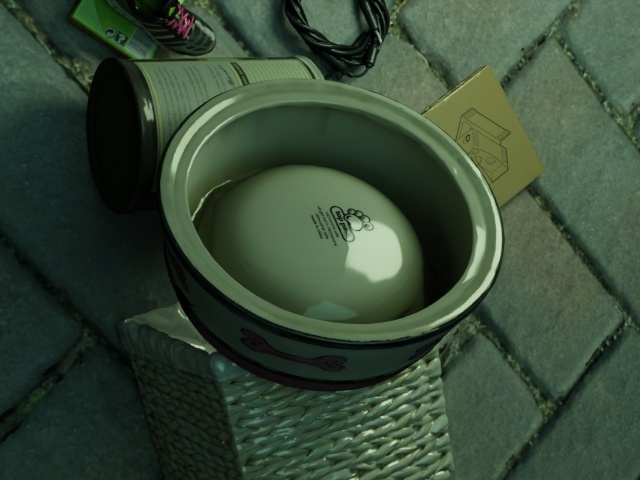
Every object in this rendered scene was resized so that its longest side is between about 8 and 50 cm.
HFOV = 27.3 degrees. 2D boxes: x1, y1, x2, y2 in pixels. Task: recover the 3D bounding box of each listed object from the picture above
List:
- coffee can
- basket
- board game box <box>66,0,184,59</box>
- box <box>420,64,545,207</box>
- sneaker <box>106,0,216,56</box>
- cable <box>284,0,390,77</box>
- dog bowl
[{"bbox_3d":[-0.147,-0.145,1.750,0.275,0.201,0.201,-5,93,-29],"label":"coffee can"},{"bbox_3d":[-0.046,0.203,1.745,0.328,0.331,0.266,-16,103,-28],"label":"basket"},{"bbox_3d":[-0.230,-0.376,1.799,0.124,0.039,0.259,34,77,-26],"label":"board game box"},{"bbox_3d":[0.252,-0.149,2.072,0.164,0.021,0.201,-38,108,-23],"label":"box"},{"bbox_3d":[-0.205,-0.300,1.754,0.170,0.075,0.063,32,76,-27],"label":"sneaker"},{"bbox_3d":[0.026,-0.338,1.933,0.184,0.047,0.150,36,74,-23],"label":"cable"},{"bbox_3d":[0.000,0.000,1.558,0.408,0.150,0.408,8,48,-9],"label":"dog bowl"}]
